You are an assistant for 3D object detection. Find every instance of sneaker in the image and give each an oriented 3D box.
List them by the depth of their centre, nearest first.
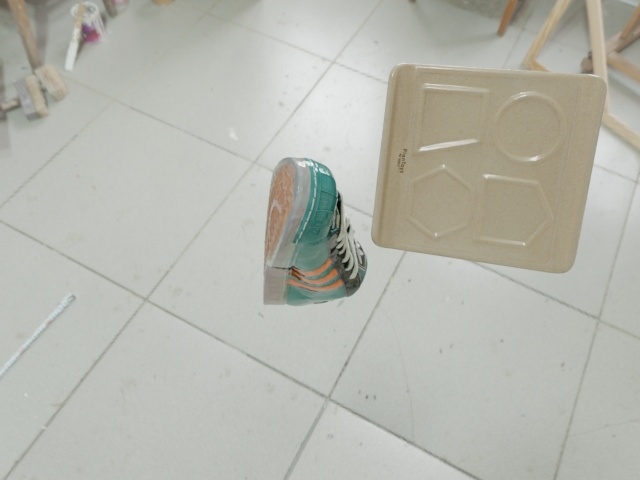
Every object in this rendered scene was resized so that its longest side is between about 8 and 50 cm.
[{"bbox_3d":[0.000,0.000,0.634,0.120,0.302,0.108,2,69,-8],"label":"sneaker"}]

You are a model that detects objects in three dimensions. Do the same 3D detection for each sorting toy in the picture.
[{"bbox_3d":[0.165,-0.075,0.580,0.208,0.038,0.193,8,102,11],"label":"sorting toy"}]
